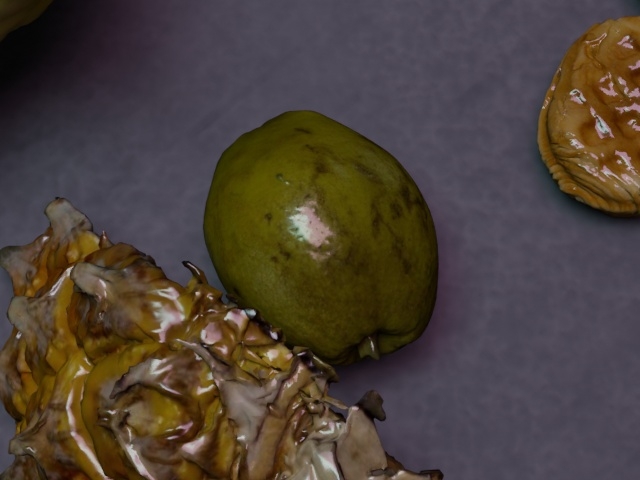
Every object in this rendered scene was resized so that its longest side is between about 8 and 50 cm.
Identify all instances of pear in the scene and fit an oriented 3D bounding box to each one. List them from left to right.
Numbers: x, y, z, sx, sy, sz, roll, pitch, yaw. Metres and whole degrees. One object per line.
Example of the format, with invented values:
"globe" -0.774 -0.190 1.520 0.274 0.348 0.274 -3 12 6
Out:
"pear" 0.000 0.000 0.784 0.107 0.107 0.131 -25 65 -9

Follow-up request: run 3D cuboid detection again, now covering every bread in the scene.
"bread" 0.157 -0.065 0.841 0.083 0.044 0.111 20 71 9

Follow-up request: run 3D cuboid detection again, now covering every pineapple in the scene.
"pineapple" -0.054 0.110 0.718 0.334 0.158 0.161 41 76 10

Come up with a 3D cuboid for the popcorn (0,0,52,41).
"popcorn" -0.210 -0.194 0.771 0.297 0.281 0.316 -30 57 21
